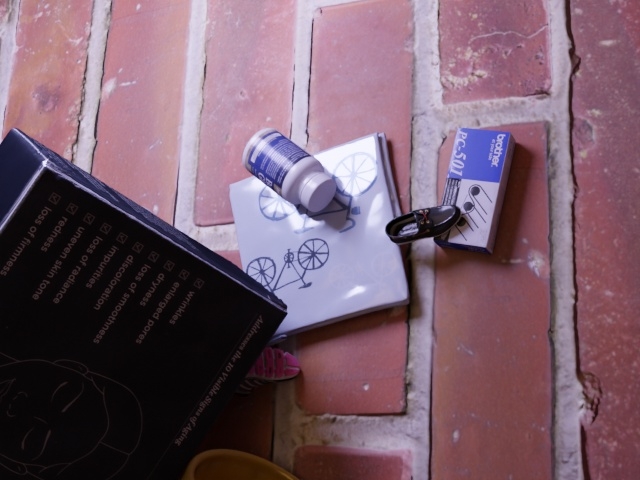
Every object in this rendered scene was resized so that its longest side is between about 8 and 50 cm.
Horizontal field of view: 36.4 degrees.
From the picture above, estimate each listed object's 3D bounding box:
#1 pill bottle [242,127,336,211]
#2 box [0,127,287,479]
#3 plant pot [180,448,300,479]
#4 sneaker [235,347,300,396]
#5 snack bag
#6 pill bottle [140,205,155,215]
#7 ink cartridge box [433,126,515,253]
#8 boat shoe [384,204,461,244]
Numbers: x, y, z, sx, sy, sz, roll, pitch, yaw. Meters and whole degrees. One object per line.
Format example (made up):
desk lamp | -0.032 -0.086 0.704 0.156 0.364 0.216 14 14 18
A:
pill bottle | -0.054 -0.124 1.751 0.169 0.094 0.094 38 91 30
box | -0.399 0.159 1.556 0.480 0.471 0.297 -56 30 -1
plant pot | -0.145 0.505 1.567 0.254 0.254 0.239 35 106 28
sneaker | -0.120 0.238 1.732 0.170 0.075 0.063 -6 52 -1
snack bag | 0.000 0.000 1.763 0.323 0.037 0.343 -18 67 19
pill bottle | -0.464 0.012 1.893 0.283 0.160 0.160 0 74 24
ink cartridge box | 0.264 -0.086 1.667 0.097 0.046 0.207 9 78 26
boat shoe | 0.173 -0.029 1.643 0.133 0.042 0.049 -20 63 22
